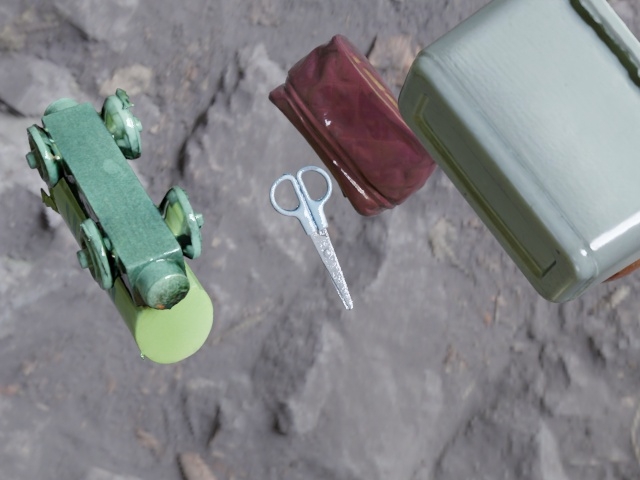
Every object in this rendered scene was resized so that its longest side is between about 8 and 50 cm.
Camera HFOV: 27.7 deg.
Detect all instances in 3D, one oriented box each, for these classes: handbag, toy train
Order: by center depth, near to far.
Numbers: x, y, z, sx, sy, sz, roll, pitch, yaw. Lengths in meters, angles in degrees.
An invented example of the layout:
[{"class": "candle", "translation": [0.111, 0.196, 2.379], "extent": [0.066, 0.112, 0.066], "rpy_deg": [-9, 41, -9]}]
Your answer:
[{"class": "toy train", "translation": [-0.168, -0.010, 1.090], "extent": [0.105, 0.253, 0.157], "rpy_deg": [-23, 139, -18]}, {"class": "handbag", "translation": [0.044, -0.143, 1.650], "extent": [0.135, 0.146, 0.225], "rpy_deg": [-40, 88, 13]}]

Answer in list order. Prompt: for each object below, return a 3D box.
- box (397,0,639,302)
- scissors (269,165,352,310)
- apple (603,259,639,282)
[{"class": "box", "translation": [0.223, -0.098, 1.251], "extent": [0.312, 0.182, 0.175], "rpy_deg": [54, 162, 12]}, {"class": "scissors", "translation": [0.000, 0.000, 0.713], "extent": [0.036, 0.006, 0.083], "rpy_deg": [-22, 88, -10]}, {"class": "apple", "translation": [0.354, -0.065, 1.779], "extent": [0.253, 0.253, 0.253], "rpy_deg": [5, 126, 7]}]
